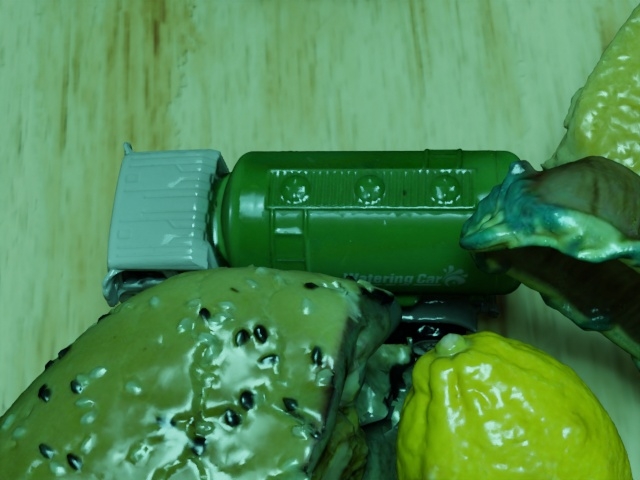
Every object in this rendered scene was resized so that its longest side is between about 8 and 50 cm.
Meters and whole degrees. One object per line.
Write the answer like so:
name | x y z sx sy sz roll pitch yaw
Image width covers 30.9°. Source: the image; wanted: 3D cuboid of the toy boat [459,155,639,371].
toy boat | 0.189 0.062 0.574 0.293 0.108 0.099 43 68 -16

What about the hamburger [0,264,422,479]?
hamburger | -0.075 0.137 0.575 0.192 0.167 0.288 17 67 14

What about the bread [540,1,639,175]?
bread | 0.277 -0.027 0.648 0.275 0.114 0.185 34 76 22

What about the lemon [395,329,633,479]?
lemon | 0.095 0.113 0.586 0.114 0.114 0.155 -37 107 -11

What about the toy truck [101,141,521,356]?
toy truck | 0.000 0.000 0.659 0.242 0.125 0.101 0 65 8
